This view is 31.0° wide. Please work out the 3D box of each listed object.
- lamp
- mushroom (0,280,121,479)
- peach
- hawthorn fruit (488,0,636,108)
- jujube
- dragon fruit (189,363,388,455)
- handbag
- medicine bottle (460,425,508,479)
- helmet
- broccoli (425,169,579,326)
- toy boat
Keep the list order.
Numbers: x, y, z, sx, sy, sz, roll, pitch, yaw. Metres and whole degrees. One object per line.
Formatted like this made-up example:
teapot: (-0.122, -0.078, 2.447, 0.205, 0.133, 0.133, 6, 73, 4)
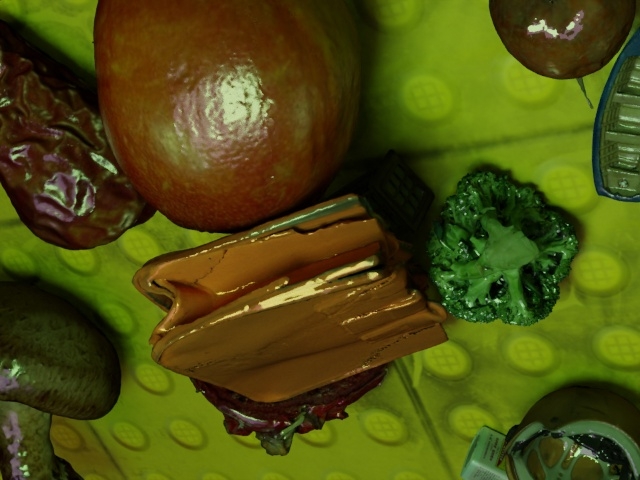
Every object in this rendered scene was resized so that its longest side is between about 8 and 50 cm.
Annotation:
lamp: (0.000, 0.000, 1.528, 0.325, 0.090, 0.089, -31, 109, 39)
mushroom: (-0.494, 0.242, 1.825, 0.331, 0.356, 0.334, 30, -177, 38)
peach: (-0.105, -0.190, 1.285, 0.290, 0.372, 0.372, -11, 129, -10)
hawthorn fruit: (0.247, -0.233, 1.194, 0.149, 0.149, 0.189, 21, 165, 10)
jujube: (-0.363, -0.141, 1.525, 0.342, 0.216, 0.216, 49, 133, 2)
dragon fruit: (-0.082, 0.220, 1.671, 0.317, 0.205, 0.152, 21, 134, 11)
handbag: (-0.020, 0.080, 1.387, 0.303, 0.116, 0.410, -20, 161, 10)
medicine bottle: (0.271, 0.331, 1.675, 0.118, 0.074, 0.055, 27, 133, 4)
helmet: (0.357, 0.276, 1.550, 0.198, 0.130, 0.224, 32, 144, 4)
broccoli: (0.217, 0.014, 1.390, 0.195, 0.195, 0.156, 24, 166, 7)
toy boat: (0.344, -0.143, 1.267, 0.080, 0.046, 0.229, 12, 131, 19)
